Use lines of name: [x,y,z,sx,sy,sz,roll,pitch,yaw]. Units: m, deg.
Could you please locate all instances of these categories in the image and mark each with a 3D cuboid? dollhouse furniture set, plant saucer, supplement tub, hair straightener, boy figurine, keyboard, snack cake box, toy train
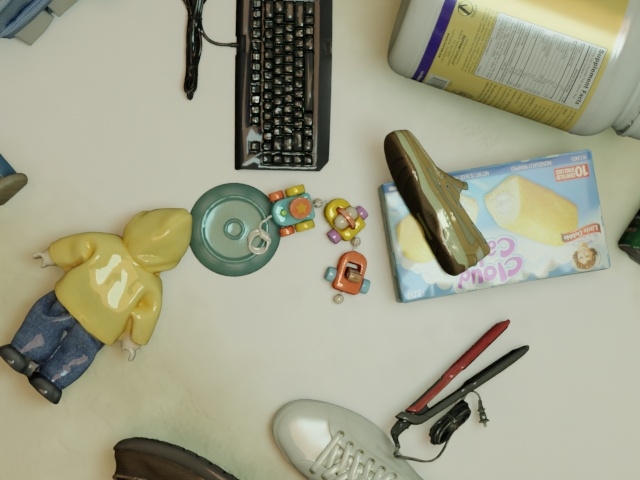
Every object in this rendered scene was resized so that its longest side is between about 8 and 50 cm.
dollhouse furniture set: [-0.360,-0.205,1.791,0.303,0.286,0.198,-42,91,8]
plant saucer: [-0.108,-0.014,1.933,0.119,0.021,0.119,0,88,-3]
supplement tub: [0.269,-0.266,1.853,0.331,0.241,0.241,18,88,-3]
hair straightener: [0.178,0.200,1.907,0.230,0.047,0.089,-40,92,-22]
boy figurine: [-0.271,0.059,1.888,0.177,0.092,0.285,41,86,-1]
keyboard: [-0.085,-0.246,1.937,0.201,0.033,0.317,0,88,-3]
snack cake box: [0.214,-0.016,1.919,0.264,0.089,0.152,-10,88,-3]
toy train: [0.000,0.000,1.916,0.166,0.046,0.125,24,82,-12]

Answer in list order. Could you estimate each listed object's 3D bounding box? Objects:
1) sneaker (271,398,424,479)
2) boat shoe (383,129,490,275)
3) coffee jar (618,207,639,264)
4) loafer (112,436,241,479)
sneaker: [0.068,0.294,1.887,0.290,0.123,0.106,35,89,-1]
boat shoe: [0.143,-0.055,1.846,0.072,0.068,0.190,-29,99,-15]
coffee jar: [0.455,-0.049,1.930,0.079,0.096,0.184,34,86,-5]
loafer: [-0.106,0.356,1.838,0.366,0.134,0.130,28,79,12]
